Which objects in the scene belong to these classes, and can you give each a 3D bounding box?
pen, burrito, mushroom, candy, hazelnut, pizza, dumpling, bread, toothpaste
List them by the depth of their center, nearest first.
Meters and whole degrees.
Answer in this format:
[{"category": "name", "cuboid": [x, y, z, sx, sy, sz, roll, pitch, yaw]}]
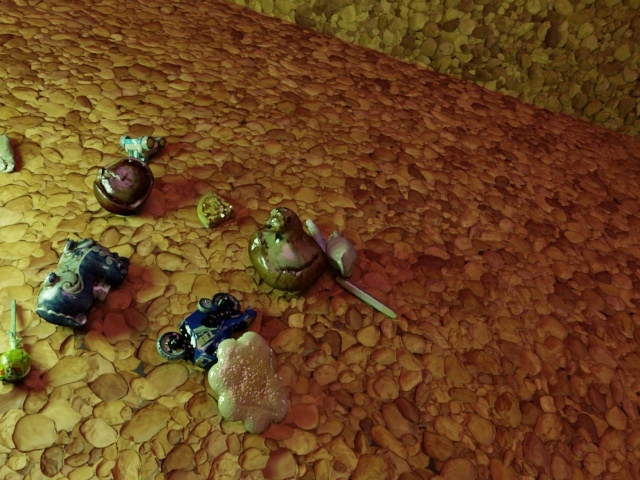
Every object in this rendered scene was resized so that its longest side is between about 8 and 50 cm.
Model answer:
[{"category": "candy", "cuboid": [-0.769, 0.246, 1.416, 0.077, 0.073, 0.262, 12, 32, -35]}, {"category": "bread", "cuboid": [-0.186, 0.365, 1.438, 0.182, 0.039, 0.250, -13, 76, -35]}, {"category": "mushroom", "cuboid": [-0.093, 0.035, 1.774, 0.267, 0.254, 0.267, 12, 65, -28]}, {"category": "hazelnut", "cuboid": [-0.631, -0.170, 1.811, 0.170, 0.160, 0.201, 11, 38, -11]}, {"category": "pen", "cuboid": [0.149, 0.181, 1.819, 0.233, 0.032, 0.040, 33, 21, 13]}, {"category": "dumpling", "cuboid": [0.074, 0.061, 1.856, 0.100, 0.134, 0.169, -31, 37, -8]}, {"category": "burrito", "cuboid": [-1.050, -0.292, 1.874, 0.058, 0.045, 0.188, -5, 46, -34]}, {"category": "pizza", "cuboid": [-0.355, -0.112, 1.931, 0.134, 0.046, 0.175, 0, 45, -19]}, {"category": "toothpaste", "cuboid": [0.000, 0.000, 1.954, 0.048, 0.031, 0.190, -9, 52, -32]}]

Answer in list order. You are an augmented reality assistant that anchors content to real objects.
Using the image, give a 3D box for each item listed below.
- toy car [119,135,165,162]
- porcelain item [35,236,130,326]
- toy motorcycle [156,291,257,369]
[{"category": "toy car", "cuboid": [-0.638, -0.329, 2.044, 0.126, 0.098, 0.161, 7, 8, 20]}, {"category": "porcelain item", "cuboid": [-0.648, 0.119, 1.544, 0.186, 0.138, 0.288, 26, 36, -18]}, {"category": "toy motorcycle", "cuboid": [-0.294, 0.252, 1.537, 0.169, 0.113, 0.315, 41, 38, 8]}]
